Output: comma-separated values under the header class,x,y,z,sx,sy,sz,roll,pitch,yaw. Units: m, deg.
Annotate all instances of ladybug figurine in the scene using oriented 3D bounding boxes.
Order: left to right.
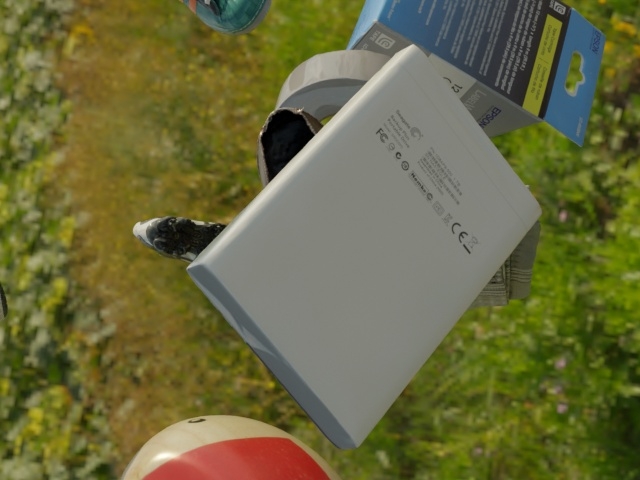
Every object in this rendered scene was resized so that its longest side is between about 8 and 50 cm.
class,x,y,z,sx,sy,sz,roll,pitch,yaw
ladybug figurine,-0.089,0.368,1.390,0.305,0.162,0.449,-36,54,4

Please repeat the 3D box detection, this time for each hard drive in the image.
class,x,y,z,sx,sy,sz,roll,pitch,yaw
hard drive,0.057,-0.001,1.313,0.353,0.233,0.047,-48,16,-32

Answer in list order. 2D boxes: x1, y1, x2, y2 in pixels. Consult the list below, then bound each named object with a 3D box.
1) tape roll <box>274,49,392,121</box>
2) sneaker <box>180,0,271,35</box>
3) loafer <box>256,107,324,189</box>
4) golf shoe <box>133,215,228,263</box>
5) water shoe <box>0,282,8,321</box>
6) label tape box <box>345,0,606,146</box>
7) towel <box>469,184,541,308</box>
class,x,y,z,sx,sy,sz,roll,pitch,yaw
tape roll,0.044,-0.144,1.757,0.072,0.219,0.219,-80,14,-48
sneaker,-0.193,-0.397,1.961,0.302,0.121,0.108,39,100,42
loafer,0.000,0.000,1.474,0.366,0.134,0.130,64,-174,31
golf shoe,-0.202,0.000,2.050,0.094,0.198,0.077,8,79,41
water shoe,-0.431,0.021,1.528,0.203,0.080,0.073,52,152,34
label tape box,0.230,-0.282,1.917,0.115,0.347,0.249,-43,21,50
towel,0.135,0.042,1.784,0.312,0.324,0.056,75,-176,-61
